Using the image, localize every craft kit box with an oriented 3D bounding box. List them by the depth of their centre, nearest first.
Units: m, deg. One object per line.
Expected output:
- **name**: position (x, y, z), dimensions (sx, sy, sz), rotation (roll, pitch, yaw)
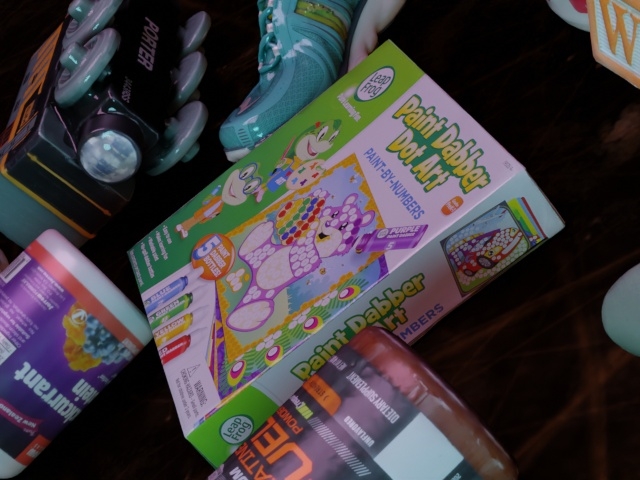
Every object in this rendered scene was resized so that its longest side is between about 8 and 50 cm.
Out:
- **craft kit box**: position (0.000, 0.000, 0.857), dimensions (0.246, 0.061, 0.250), rotation (-37, 30, 2)

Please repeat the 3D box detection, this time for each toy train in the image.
- **toy train**: position (-0.201, -0.129, 1.192), dimensions (0.190, 0.142, 0.334), rotation (-40, 28, 22)

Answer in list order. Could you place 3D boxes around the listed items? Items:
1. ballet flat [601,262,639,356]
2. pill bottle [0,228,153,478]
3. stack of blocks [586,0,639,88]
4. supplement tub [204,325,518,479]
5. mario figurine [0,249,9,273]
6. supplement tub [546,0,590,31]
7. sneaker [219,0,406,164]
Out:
- **ballet flat**: position (0.194, 0.026, 0.478), dimensions (0.213, 0.072, 0.068), rotation (-16, 37, 35)
- **pill bottle**: position (-0.217, 0.095, 0.923), dimensions (0.193, 0.108, 0.108), rotation (-46, 30, -8)
- **stack of blocks**: position (0.238, -0.071, 0.425), dimensions (0.171, 0.087, 0.297), rotation (-26, 39, -14)
- **supplement tub**: position (-0.009, 0.141, 0.622), dimensions (0.198, 0.106, 0.106), rotation (-44, 29, -6)
- **mario figurine**: position (-0.349, 0.097, 1.105), dimensions (0.320, 0.170, 0.198), rotation (-158, 77, -69)
- **supplement tub**: position (0.167, -0.281, 0.816), dimensions (0.191, 0.272, 0.191), rotation (-29, 32, 20)
- **sneaker**: position (-0.019, -0.169, 1.049), dimensions (0.107, 0.110, 0.275), rotation (-13, 40, 40)
